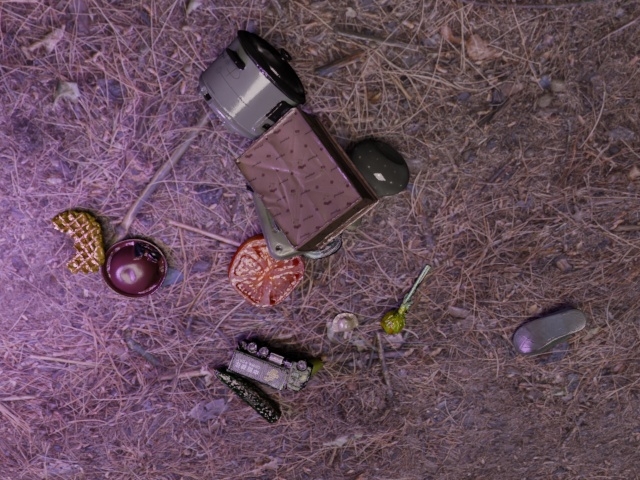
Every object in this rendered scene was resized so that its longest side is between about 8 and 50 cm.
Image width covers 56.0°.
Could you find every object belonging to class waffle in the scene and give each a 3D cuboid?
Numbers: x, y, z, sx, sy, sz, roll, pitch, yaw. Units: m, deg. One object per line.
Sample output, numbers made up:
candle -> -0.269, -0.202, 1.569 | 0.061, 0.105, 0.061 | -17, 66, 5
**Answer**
waffle -> -0.709, 0.005, 1.774 | 0.148, 0.051, 0.194 | 0, 106, 8

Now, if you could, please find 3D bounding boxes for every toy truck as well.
toy truck -> -0.158, 0.407, 1.948 | 0.259, 0.088, 0.121 | 20, 90, 3

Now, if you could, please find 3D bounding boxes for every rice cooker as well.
rice cooker -> -0.165, -0.398, 1.534 | 0.227, 0.241, 0.280 | -40, 156, 16

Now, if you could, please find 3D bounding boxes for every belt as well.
belt -> 0.000, 0.000, 1.823 | 0.140, 0.058, 0.105 | -25, 110, 8

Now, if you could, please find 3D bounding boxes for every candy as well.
candy -> 0.282, 0.191, 1.933 | 0.073, 0.077, 0.262 | 27, 102, -18

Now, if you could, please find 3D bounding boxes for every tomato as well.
tomato -> -0.165, 0.085, 1.833 | 0.236, 0.095, 0.237 | -3, 111, -7

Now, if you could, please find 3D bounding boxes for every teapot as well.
teapot -> 0.127, -0.151, 1.709 | 0.183, 0.183, 0.251 | 28, 120, -15

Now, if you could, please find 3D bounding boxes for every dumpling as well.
dumpling -> 0.079, 0.268, 1.965 | 0.076, 0.057, 0.052 | -24, 155, 32

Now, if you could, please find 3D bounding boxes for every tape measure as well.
tape measure -> -0.081, -0.078, 1.717 | 0.207, 0.115, 0.235 | -17, 82, -7

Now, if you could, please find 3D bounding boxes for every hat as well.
hat -> -0.564, 0.094, 1.814 | 0.205, 0.089, 0.206 | -2, 114, -3

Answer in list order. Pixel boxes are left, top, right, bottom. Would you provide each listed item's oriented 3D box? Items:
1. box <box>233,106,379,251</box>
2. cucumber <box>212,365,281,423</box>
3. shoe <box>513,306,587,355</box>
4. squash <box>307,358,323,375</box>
box -> -0.035, -0.154, 1.559 | 0.225, 0.190, 0.297 | -38, 78, 14
cucumber -> -0.249, 0.513, 2.039 | 0.067, 0.067, 0.293 | -40, 109, 14
shoe -> 0.765, 0.302, 2.001 | 0.251, 0.103, 0.100 | -32, 157, 24
squash -> -0.083, 0.446, 2.022 | 0.201, 0.066, 0.066 | -22, 114, 0
